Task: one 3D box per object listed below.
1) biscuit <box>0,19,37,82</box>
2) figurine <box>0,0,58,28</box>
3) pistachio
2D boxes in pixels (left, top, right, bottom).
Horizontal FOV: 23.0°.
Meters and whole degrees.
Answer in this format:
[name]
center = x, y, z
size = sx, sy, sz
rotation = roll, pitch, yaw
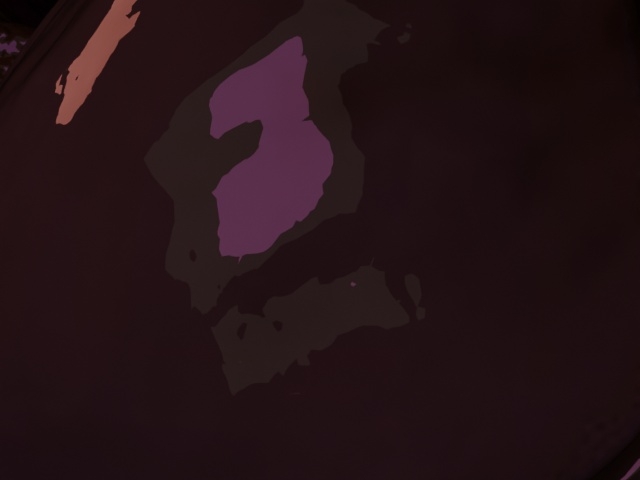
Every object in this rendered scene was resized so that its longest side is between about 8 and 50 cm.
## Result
[biscuit]
center = -0.191, -0.019, 0.886
size = 0.225, 0.042, 0.226
rotation = -2, 76, 6
[figurine]
center = -0.195, -0.186, 0.939
size = 0.098, 0.082, 0.154
rotation = 23, 78, 34
[pistachio]
center = 0.000, 0.000, 0.730
size = 0.365, 0.281, 0.445
rotation = 30, 91, 22
